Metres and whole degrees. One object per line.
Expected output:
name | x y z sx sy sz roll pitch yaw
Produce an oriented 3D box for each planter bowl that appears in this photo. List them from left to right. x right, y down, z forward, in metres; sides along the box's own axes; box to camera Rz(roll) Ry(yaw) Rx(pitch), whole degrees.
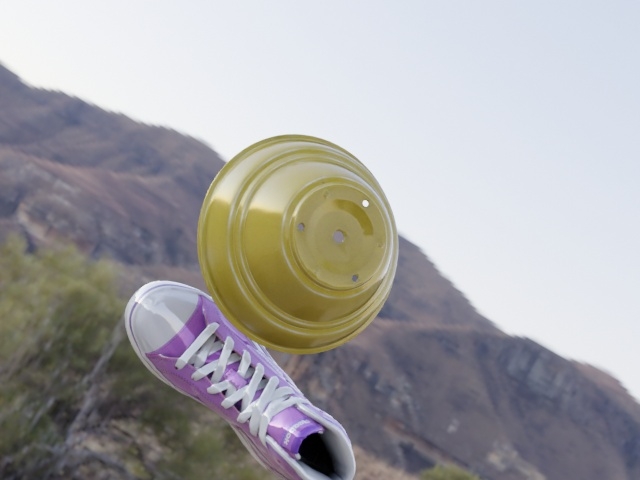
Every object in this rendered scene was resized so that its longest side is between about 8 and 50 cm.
planter bowl | 0.000 0.000 1.058 0.217 0.217 0.090 33 -17 -20

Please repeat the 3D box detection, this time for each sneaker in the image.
sneaker | -0.068 0.147 1.118 0.282 0.102 0.161 44 -13 -19
